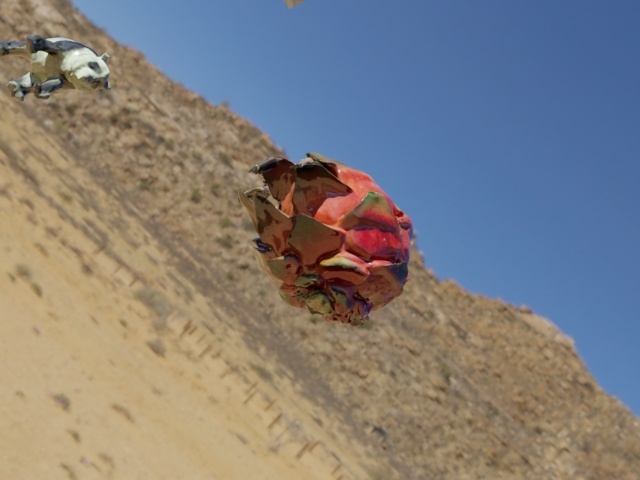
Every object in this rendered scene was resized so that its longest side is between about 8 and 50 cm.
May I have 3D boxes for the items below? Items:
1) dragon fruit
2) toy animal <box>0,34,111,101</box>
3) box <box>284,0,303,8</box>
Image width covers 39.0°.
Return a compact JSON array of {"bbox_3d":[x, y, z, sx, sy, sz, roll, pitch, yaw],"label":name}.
[{"bbox_3d":[0.003,0.000,0.686,0.142,0.130,0.121,62,23,1],"label":"dragon fruit"},{"bbox_3d":[-0.387,-0.254,1.335,0.225,0.121,0.093,11,-74,52],"label":"toy animal"},{"bbox_3d":[0.033,-0.430,1.207,0.067,0.243,0.155,60,1,20],"label":"box"}]
